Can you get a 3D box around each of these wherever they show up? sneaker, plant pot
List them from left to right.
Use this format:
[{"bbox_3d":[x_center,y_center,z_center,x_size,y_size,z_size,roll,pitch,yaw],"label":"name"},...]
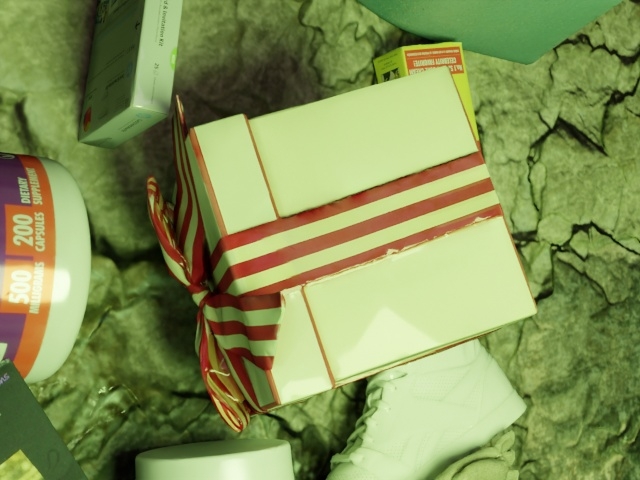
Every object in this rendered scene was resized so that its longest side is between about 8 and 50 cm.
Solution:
[{"bbox_3d":[0.055,0.169,1.092,0.292,0.108,0.169,-31,91,-32],"label":"sneaker"},{"bbox_3d":[0.146,-0.340,1.129,0.252,0.248,0.247,4,81,-13],"label":"plant pot"}]

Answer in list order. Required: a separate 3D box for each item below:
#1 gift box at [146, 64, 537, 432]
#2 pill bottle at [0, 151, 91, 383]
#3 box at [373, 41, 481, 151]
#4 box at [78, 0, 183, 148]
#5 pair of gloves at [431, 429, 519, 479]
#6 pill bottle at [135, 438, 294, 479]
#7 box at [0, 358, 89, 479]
[{"bbox_3d":[0.000,0.000,0.934,0.258,0.276,0.255,-18,77,-13],"label":"gift box"},{"bbox_3d":[-0.345,0.014,0.810,0.322,0.181,0.182,4,82,-31],"label":"pill bottle"},{"bbox_3d":[0.124,-0.090,1.181,0.087,0.058,0.232,-9,88,-31],"label":"box"},{"bbox_3d":[-0.163,-0.185,0.968,0.038,0.145,0.186,12,77,-27],"label":"box"},{"bbox_3d":[0.114,0.311,1.081,0.204,0.042,0.240,-18,125,-36],"label":"pair of gloves"},{"bbox_3d":[-0.081,0.319,0.944,0.160,0.160,0.283,-1,85,-31],"label":"pill bottle"},{"bbox_3d":[-0.224,0.247,0.788,0.143,0.165,0.270,-31,85,-34],"label":"box"}]
